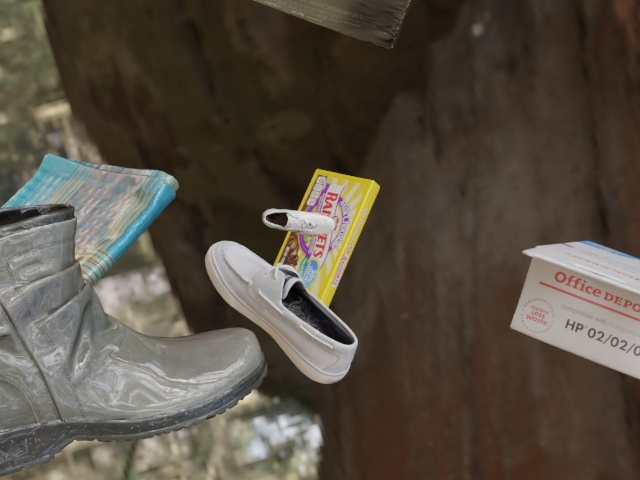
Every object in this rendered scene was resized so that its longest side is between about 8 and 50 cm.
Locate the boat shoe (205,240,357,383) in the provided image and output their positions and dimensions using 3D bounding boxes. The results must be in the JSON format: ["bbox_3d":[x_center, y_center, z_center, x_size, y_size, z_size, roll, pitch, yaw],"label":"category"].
[{"bbox_3d":[-0.036,0.057,1.490,0.184,0.066,0.063,48,-49,22],"label":"boat shoe"}]

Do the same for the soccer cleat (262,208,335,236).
[{"bbox_3d":[-0.026,-0.020,1.756,0.035,0.083,0.029,-22,122,-85],"label":"soccer cleat"}]

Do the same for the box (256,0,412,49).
[{"bbox_3d":[0.039,-0.339,1.062,0.312,0.179,0.343,143,-33,-86],"label":"box"}]

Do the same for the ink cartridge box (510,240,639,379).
[{"bbox_3d":[0.198,0.047,1.062,0.181,0.104,0.061,-3,112,-66],"label":"ink cartridge box"}]

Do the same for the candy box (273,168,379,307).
[{"bbox_3d":[0.000,0.000,2.205,0.027,0.105,0.206,44,65,-54],"label":"candy box"}]

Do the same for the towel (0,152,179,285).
[{"bbox_3d":[-0.368,0.032,1.885,0.271,0.370,0.040,12,-39,45],"label":"towel"}]

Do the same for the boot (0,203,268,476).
[{"bbox_3d":[-0.153,0.050,1.009,0.083,0.246,0.161,17,-62,61],"label":"boot"}]
